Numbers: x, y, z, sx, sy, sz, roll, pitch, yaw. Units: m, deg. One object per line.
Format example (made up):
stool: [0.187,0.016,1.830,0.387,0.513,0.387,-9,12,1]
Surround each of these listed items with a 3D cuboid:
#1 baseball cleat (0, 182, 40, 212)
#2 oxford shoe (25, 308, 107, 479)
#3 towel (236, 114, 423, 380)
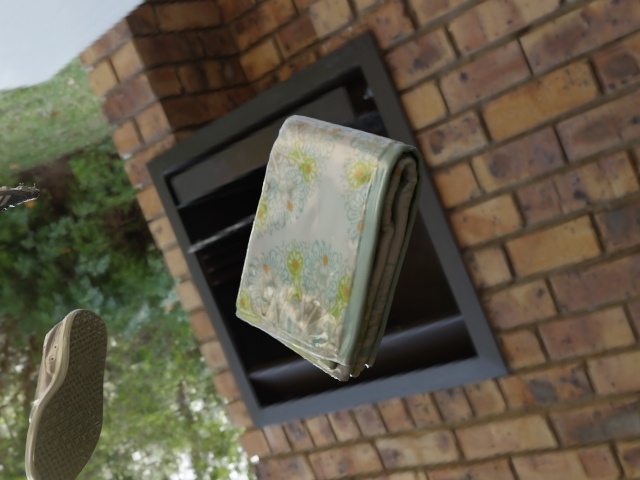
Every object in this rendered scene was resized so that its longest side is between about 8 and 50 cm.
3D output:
baseball cleat: [-0.724,-0.069,2.011,0.206,0.109,0.072,-5,-176,-12]
oxford shoe: [-0.592,0.367,2.091,0.130,0.449,0.169,-27,135,30]
towel: [0.000,0.000,1.471,0.090,0.374,0.321,8,-170,-41]
